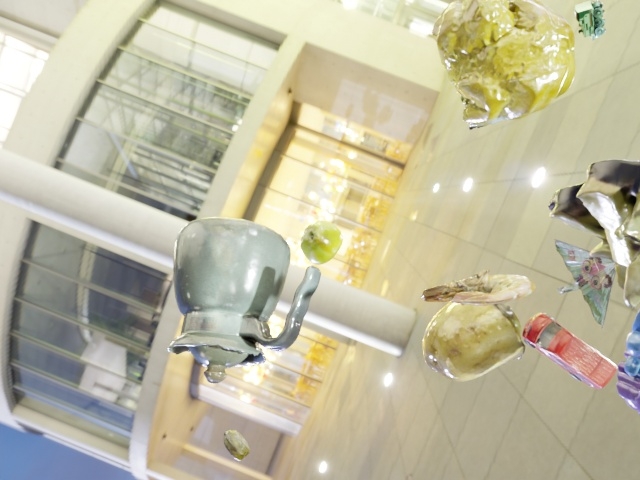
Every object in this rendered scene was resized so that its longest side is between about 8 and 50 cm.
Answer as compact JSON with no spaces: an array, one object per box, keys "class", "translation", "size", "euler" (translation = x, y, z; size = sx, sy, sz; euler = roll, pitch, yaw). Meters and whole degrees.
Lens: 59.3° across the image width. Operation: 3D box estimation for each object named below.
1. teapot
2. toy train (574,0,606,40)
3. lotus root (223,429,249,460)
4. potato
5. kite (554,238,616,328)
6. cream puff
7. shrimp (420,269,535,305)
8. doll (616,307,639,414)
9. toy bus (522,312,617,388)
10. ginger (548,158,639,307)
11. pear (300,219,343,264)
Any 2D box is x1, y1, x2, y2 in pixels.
[{"class":"teapot","translation":[-0.140,0.124,1.044],"size":[0.223,0.305,0.285],"euler":[68,-154,-67]},{"class":"toy train","translation":[0.550,-0.447,1.146],"size":[0.083,0.053,0.033],"euler":[55,-146,-44]},{"class":"lotus root","translation":[-0.233,0.555,1.540],"size":[0.054,0.099,0.049],"euler":[-41,-35,-11]},{"class":"potato","translation":[0.380,0.262,1.477],"size":[0.243,0.242,0.285],"euler":[-68,16,-1]},{"class":"kite","translation":[0.854,0.119,1.807],"size":[0.323,0.013,0.268],"euler":[68,154,20]},{"class":"cream puff","translation":[0.391,-0.413,1.194],"size":[0.323,0.274,0.270],"euler":[-82,-28,-55]},{"class":"shrimp","translation":[0.218,0.079,0.794],"size":[0.095,0.162,0.045],"euler":[-58,-46,-60]},{"class":"doll","translation":[0.445,0.159,0.767],"size":[0.110,0.067,0.206],"euler":[-25,-61,-28]},{"class":"toy bus","translation":[0.546,0.242,1.245],"size":[0.081,0.195,0.089],"euler":[-53,-8,1]},{"class":"ginger","translation":[0.636,0.019,1.019],"size":[0.358,0.413,0.211],"euler":[82,-154,-69]},{"class":"pear","translation":[0.000,0.000,1.146],"size":[0.097,0.092,0.092],"euler":[86,-155,-72]}]
